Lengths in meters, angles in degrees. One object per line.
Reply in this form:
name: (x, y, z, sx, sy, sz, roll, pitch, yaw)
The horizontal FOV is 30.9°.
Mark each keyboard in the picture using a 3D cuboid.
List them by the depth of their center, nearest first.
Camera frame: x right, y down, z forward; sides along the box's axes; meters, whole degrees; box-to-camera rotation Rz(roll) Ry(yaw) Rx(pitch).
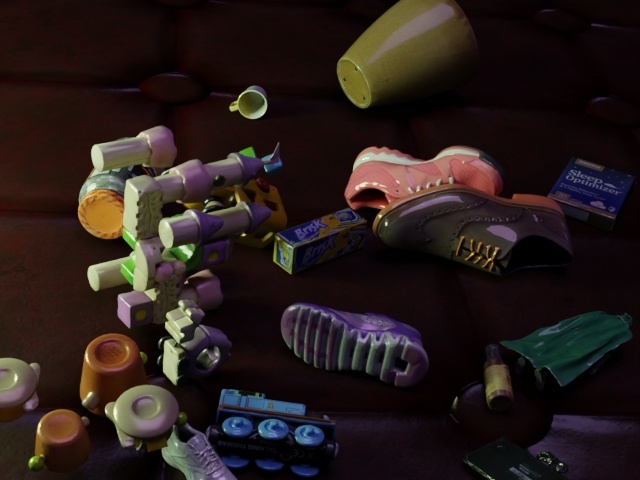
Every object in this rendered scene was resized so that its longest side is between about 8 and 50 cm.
keyboard: (0.289, 0.323, 1.591, 0.108, 0.023, 0.180, -20, 27, -25)

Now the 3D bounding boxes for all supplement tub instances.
supplement tub: (-0.352, -0.090, 2.032, 0.116, 0.117, 0.190, 10, 35, 4)

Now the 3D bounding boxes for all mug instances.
mug: (-0.146, -0.297, 2.427, 0.078, 0.062, 0.064, 14, 26, -2)

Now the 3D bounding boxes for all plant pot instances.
plant pot: (0.169, -0.395, 2.508, 0.254, 0.237, 0.237, -30, 47, -22)

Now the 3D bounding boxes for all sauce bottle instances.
sauce bottle: (0.270, 0.208, 1.776, 0.042, 0.042, 0.128, 6, 36, -2)

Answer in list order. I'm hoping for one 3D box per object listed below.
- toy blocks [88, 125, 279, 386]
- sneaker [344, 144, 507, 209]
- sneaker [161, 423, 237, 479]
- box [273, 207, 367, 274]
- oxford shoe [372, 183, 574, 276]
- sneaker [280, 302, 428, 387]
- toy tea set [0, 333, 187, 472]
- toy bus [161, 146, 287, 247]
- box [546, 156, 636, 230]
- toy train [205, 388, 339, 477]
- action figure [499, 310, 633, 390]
toy blocks: (-0.176, 0.005, 1.782, 0.260, 0.289, 0.309, -14, 38, -34)
sneaker: (0.187, -0.090, 2.124, 0.313, 0.116, 0.136, 2, 42, 31)
sneaker: (-0.160, 0.297, 1.549, 0.152, 0.061, 0.053, 34, 41, 32)
box: (0.000, 0.000, 2.015, 0.168, 0.059, 0.054, -21, 41, -35)
oxford shoe: (0.274, -0.011, 2.028, 0.363, 0.130, 0.133, -1, 41, -12)
sneaker: (0.057, 0.148, 1.791, 0.236, 0.095, 0.104, 17, 28, 6)
toy tea set: (-0.357, 0.249, 1.553, 0.335, 0.124, 0.200, -12, 47, -18)
toy bus: (-0.152, -0.051, 1.960, 0.202, 0.191, 0.104, -16, 61, -9)
box: (0.540, -0.103, 2.291, 0.136, 0.037, 0.225, 20, 35, 18)
toy train: (-0.065, 0.265, 1.601, 0.184, 0.080, 0.105, 7, 28, 0)
action figure: (0.416, 0.166, 1.845, 0.232, 0.064, 0.137, -20, 41, -29)
